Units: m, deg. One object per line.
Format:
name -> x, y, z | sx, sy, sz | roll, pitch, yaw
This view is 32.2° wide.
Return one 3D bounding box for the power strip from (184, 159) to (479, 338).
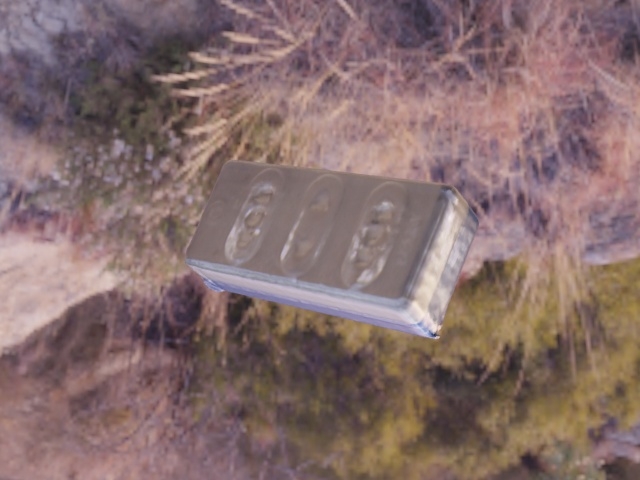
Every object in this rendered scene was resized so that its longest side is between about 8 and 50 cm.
power strip -> 0.000, 0.000, 0.460 | 0.123, 0.056, 0.032 | 9, 157, 37
